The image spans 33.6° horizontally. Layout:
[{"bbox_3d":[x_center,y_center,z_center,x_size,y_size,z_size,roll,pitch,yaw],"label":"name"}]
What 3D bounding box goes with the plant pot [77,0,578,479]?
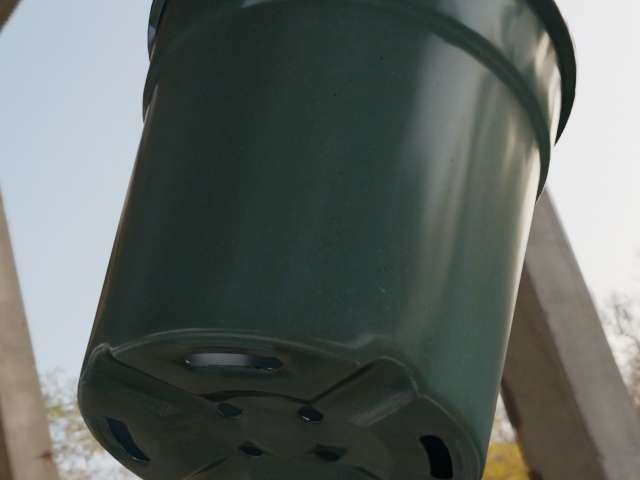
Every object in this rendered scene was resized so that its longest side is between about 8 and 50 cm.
[{"bbox_3d":[0.000,0.000,0.741,0.341,0.334,0.341,8,-37,6],"label":"plant pot"}]
